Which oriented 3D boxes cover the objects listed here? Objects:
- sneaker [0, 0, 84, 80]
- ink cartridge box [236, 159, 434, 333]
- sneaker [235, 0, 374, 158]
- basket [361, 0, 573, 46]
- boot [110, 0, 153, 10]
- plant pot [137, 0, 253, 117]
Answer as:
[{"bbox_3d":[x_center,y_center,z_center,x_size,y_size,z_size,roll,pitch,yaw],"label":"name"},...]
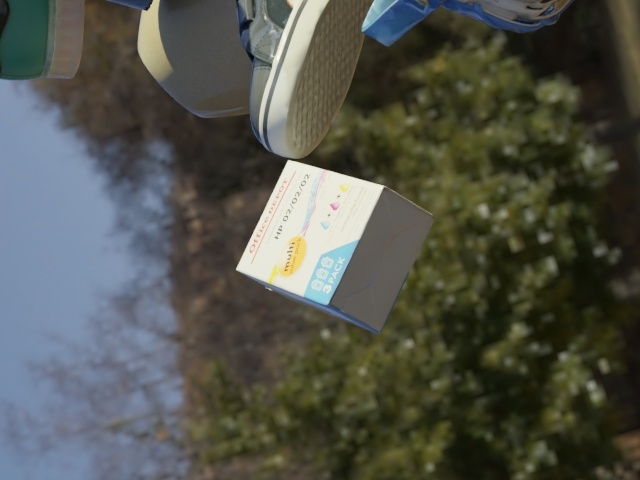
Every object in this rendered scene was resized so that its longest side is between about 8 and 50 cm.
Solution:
[{"bbox_3d":[-0.266,-0.284,1.597,0.108,0.121,0.302,161,107,-67],"label":"sneaker"},{"bbox_3d":[0.000,0.000,1.545,0.061,0.104,0.181,29,174,-33],"label":"ink cartridge box"},{"bbox_3d":[-0.025,-0.216,1.709,0.126,0.127,0.321,72,-148,-56],"label":"sneaker"},{"bbox_3d":[0.120,-0.263,1.338,0.201,0.255,0.289,28,175,-12],"label":"basket"},{"bbox_3d":[-0.416,-0.366,2.363,0.367,0.445,0.146,127,147,-66],"label":"boot"},{"bbox_3d":[-0.128,-0.271,2.512,0.284,0.191,0.284,44,-167,-13],"label":"plant pot"}]
